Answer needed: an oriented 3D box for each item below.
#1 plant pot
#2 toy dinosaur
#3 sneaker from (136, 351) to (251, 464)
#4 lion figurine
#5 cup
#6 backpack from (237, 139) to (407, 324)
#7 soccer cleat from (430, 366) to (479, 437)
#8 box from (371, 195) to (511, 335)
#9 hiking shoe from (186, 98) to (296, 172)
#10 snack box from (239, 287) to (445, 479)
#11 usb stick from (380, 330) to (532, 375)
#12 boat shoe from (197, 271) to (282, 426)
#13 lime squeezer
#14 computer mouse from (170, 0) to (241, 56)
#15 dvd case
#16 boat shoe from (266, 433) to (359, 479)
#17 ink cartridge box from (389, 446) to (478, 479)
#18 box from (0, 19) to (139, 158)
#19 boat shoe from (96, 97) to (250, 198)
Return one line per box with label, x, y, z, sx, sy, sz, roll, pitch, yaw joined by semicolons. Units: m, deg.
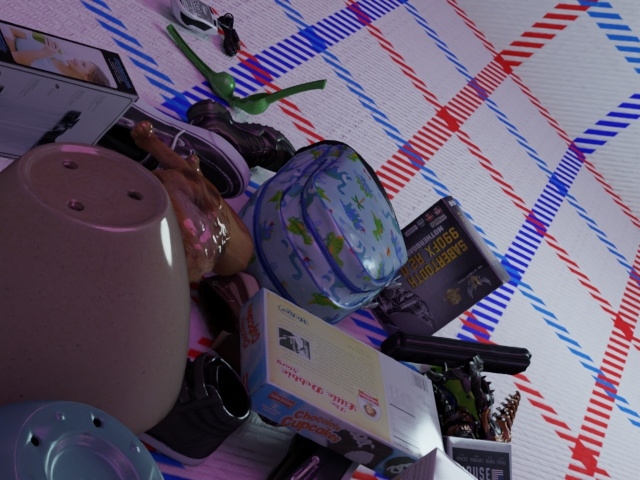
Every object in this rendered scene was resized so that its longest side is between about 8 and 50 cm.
plant pot;-0.284;0.291;1.228;0.293;0.235;0.293;37;30;-26
toy dinosaur;0.232;0.313;2.102;0.218;0.164;0.322;67;20;1
sneaker;-0.212;0.176;1.572;0.296;0.147;0.104;30;36;-33
lion figurine;-0.168;-0.023;1.770;0.240;0.142;0.392;46;10;21
cup;-0.281;0.031;1.426;0.331;0.237;0.331;17;30;-10
backpack;0.000;0.000;2.030;0.355;0.273;0.290;-31;98;-50
soccer cleat;0.260;0.277;2.252;0.072;0.060;0.179;8;46;-55
box;0.186;0.061;2.218;0.183;0.231;0.056;56;24;8
hiking shoe;-0.135;-0.147;2.173;0.227;0.086;0.114;23;50;-31
snack box;0.032;0.210;1.763;0.322;0.060;0.187;31;31;-26
usb stick;0.239;0.198;2.212;0.278;0.077;0.045;9;67;-24
boat shoe;-0.115;0.156;1.820;0.095;0.095;0.257;6;44;-36
lime squeezer;-0.149;-0.288;2.295;0.310;0.110;0.059;22;45;9
computer mouse;-0.225;-0.416;2.394;0.193;0.042;0.106;25;41;-50
dvd case;0.240;0.427;1.961;0.179;0.030;0.238;15;70;-47
boat shoe;0.005;0.293;1.790;0.091;0.114;0.302;52;26;-10
ink cartridge box;0.123;0.428;1.671;0.168;0.233;0.171;41;29;-15
box;-0.410;-0.198;1.714;0.290;0.169;0.087;9;46;-51
boat shoe;-0.246;-0.136;1.942;0.306;0.113;0.105;35;37;-23
